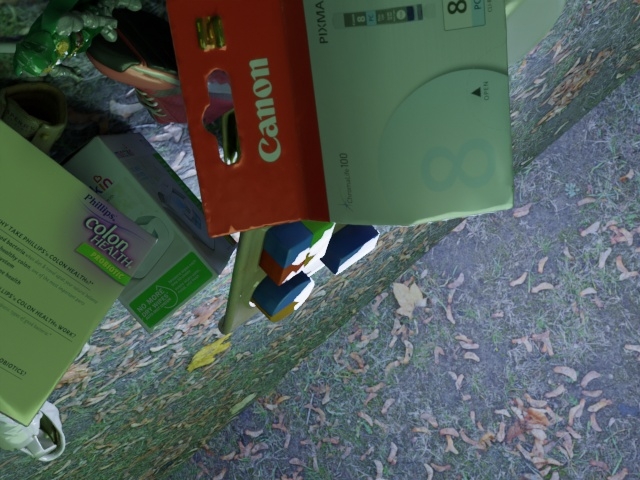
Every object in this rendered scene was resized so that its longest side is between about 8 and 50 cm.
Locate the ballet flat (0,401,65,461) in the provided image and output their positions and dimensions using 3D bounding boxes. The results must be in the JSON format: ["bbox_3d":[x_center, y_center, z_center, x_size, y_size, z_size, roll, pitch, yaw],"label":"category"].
[{"bbox_3d":[-0.599,0.367,1.712,0.139,0.139,0.400,-34,161,-11],"label":"ballet flat"}]

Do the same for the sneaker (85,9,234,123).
[{"bbox_3d":[-0.198,-0.203,1.127,0.136,0.116,0.314,-45,160,24],"label":"sneaker"}]

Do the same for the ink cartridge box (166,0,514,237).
[{"bbox_3d":[0.033,-0.163,1.022,0.385,0.091,0.308,-10,111,-8],"label":"ink cartridge box"}]

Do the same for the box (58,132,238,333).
[{"bbox_3d":[-0.242,-0.022,1.160,0.127,0.231,0.262,-39,-174,5],"label":"box"}]

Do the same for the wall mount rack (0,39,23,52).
[{"bbox_3d":[-0.345,-0.206,0.809,0.350,0.130,0.304,-40,-159,42],"label":"wall mount rack"}]

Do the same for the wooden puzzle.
[{"bbox_3d":[0.000,0.000,1.315,0.322,0.080,0.347,-35,163,-31],"label":"wooden puzzle"}]

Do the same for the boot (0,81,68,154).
[{"bbox_3d":[-0.390,-0.068,0.993,0.203,0.095,0.262,-50,-168,27],"label":"boot"}]

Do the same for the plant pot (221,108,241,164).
[{"bbox_3d":[-0.038,-0.149,1.395,0.228,0.207,0.227,-32,161,-17],"label":"plant pot"}]

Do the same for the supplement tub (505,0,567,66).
[{"bbox_3d":[0.187,-0.374,1.171,0.191,0.272,0.191,-33,161,-13],"label":"supplement tub"}]

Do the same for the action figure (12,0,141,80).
[{"bbox_3d":[-0.249,-0.208,0.859,0.137,0.063,0.232,-45,-168,25],"label":"action figure"}]

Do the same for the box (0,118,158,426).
[{"bbox_3d":[-0.339,0.030,0.900,0.213,0.117,0.243,41,74,-32],"label":"box"}]
